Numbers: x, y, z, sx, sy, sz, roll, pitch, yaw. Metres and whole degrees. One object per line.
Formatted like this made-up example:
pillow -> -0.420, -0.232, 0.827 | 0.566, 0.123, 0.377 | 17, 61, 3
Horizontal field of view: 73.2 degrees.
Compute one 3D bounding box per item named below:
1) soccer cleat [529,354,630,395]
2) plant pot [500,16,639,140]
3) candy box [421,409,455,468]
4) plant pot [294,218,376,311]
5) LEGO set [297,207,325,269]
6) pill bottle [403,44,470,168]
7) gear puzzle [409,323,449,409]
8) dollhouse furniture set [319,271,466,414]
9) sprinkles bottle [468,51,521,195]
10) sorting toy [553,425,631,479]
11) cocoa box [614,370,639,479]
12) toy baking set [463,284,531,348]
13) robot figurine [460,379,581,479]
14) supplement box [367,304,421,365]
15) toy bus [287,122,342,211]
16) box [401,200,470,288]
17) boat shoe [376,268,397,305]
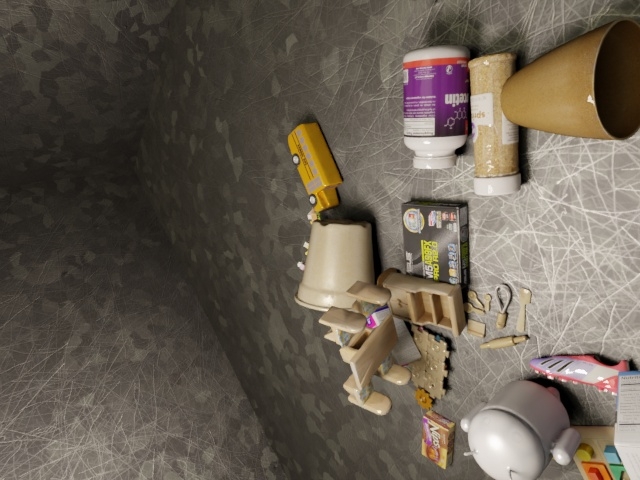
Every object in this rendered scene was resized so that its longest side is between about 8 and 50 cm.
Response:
soccer cleat -> 0.702, 0.347, 1.176 | 0.248, 0.083, 0.095 | 3, 77, 54
plant pot -> 0.555, -0.337, 0.977 | 0.254, 0.237, 0.237 | 13, 115, 60
candy box -> 0.446, 0.754, 1.636 | 0.109, 0.053, 0.187 | 18, 119, 44
plant pot -> 0.074, 0.077, 1.632 | 0.333, 0.333, 0.306 | 11, 101, 47
LEGO set -> 0.000, 0.000, 1.811 | 0.107, 0.132, 0.287 | 30, 119, 28
pill bottle -> 0.329, -0.375, 1.230 | 0.181, 0.181, 0.323 | 14, 116, 46
gear puzzle -> 0.402, 0.483, 1.588 | 0.175, 0.044, 0.339 | 24, 121, 50
dollhouse furniture set -> 0.248, 0.296, 1.353 | 0.256, 0.394, 0.362 | 10, 129, 41
sprinkles bottle -> 0.465, -0.303, 1.149 | 0.121, 0.121, 0.356 | 7, 109, 48
sorting toy -> 0.786, 0.617, 1.193 | 0.347, 0.047, 0.196 | -30, 81, 50
cocoa box -> 0.803, 0.473, 0.899 | 0.231, 0.228, 0.347 | -20, 104, 42
toy baking set -> 0.546, 0.239, 1.336 | 0.256, 0.030, 0.197 | -25, 85, 51
robot figurine -> 0.547, 0.525, 1.192 | 0.299, 0.353, 0.200 | -6, 99, 51
supplement box -> 0.263, 0.367, 1.619 | 0.220, 0.113, 0.111 | 64, 147, 22
toy bus -> -0.013, -0.288, 1.718 | 0.130, 0.108, 0.333 | -29, 81, 49
box -> 0.376, 0.010, 1.419 | 0.216, 0.060, 0.270 | 10, 112, 46
boat shoe -> 0.239, 0.169, 1.571 | 0.063, 0.170, 0.059 | -2, 124, 36
